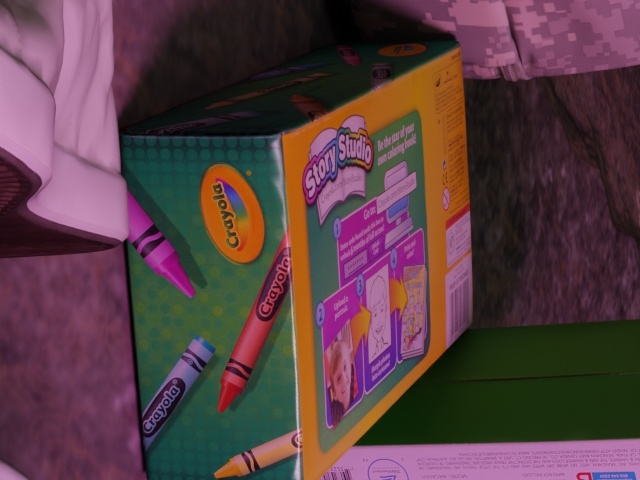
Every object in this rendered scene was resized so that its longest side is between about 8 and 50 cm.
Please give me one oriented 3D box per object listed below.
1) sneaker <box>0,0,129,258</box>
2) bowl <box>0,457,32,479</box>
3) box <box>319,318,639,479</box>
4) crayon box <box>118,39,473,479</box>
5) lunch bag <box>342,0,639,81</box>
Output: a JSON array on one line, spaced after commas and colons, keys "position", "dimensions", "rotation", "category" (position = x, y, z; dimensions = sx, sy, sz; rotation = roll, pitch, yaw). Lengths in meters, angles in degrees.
[{"position": [-0.123, -0.065, 0.536], "dimensions": [0.290, 0.106, 0.123], "rotation": [64, 24, -84], "category": "sneaker"}, {"position": [-0.112, 0.222, 0.435], "dimensions": [0.311, 0.163, 0.311], "rotation": [-19, 90, -85], "category": "bowl"}, {"position": [0.141, 0.174, 1.009], "dimensions": [0.127, 0.262, 0.231], "rotation": [-57, 135, -54], "category": "box"}, {"position": [0.000, 0.000, 0.906], "dimensions": [0.278, 0.081, 0.165], "rotation": [-34, 123, -65], "category": "crayon box"}, {"position": [0.134, -0.240, 0.991], "dimensions": [0.305, 0.256, 0.212], "rotation": [71, 29, -44], "category": "lunch bag"}]
